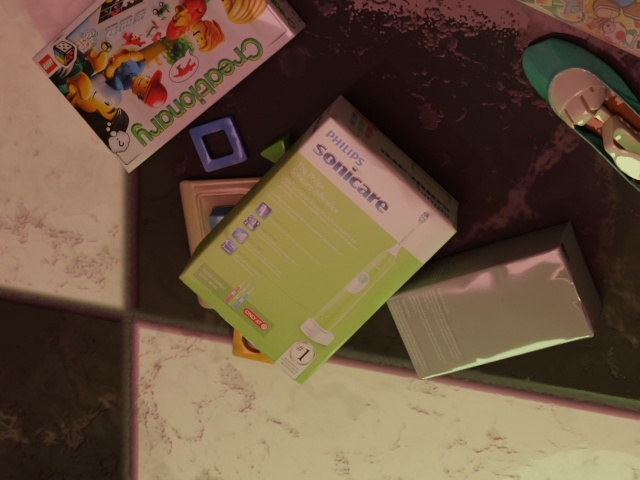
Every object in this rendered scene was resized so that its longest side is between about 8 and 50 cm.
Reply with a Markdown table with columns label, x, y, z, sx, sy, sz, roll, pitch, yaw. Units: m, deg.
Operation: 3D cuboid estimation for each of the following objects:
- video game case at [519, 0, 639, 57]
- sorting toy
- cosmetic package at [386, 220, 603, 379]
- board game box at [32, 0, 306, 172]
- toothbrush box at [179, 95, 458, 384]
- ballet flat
| label | x | y | z | sx | sy | sz | roll | pitch | yaw |
| --- | --- | --- | --- | --- | --- | --- | --- | --- | --- |
| video game case | 0.332 | -0.330 | 1.799 | 0.206 | 0.026 | 0.227 | 26 | 129 | 6 |
| sorting toy | -0.086 | 0.010 | 2.088 | 0.196 | 0.047 | 0.347 | -1 | 112 | 18 |
| cosmetic package | 0.215 | 0.075 | 1.990 | 0.238 | 0.107 | 0.127 | -16 | 106 | 20 |
| board game box | -0.192 | -0.246 | 2.010 | 0.305 | 0.053 | 0.193 | -37 | 98 | 27 |
| toothbrush box | 0.000 | 0.000 | 1.982 | 0.206 | 0.122 | 0.283 | 41 | 109 | -7 |
| ballet flat | 0.332 | -0.140 | 1.867 | 0.247 | 0.087 | 0.083 | 41 | 118 | -2 |
